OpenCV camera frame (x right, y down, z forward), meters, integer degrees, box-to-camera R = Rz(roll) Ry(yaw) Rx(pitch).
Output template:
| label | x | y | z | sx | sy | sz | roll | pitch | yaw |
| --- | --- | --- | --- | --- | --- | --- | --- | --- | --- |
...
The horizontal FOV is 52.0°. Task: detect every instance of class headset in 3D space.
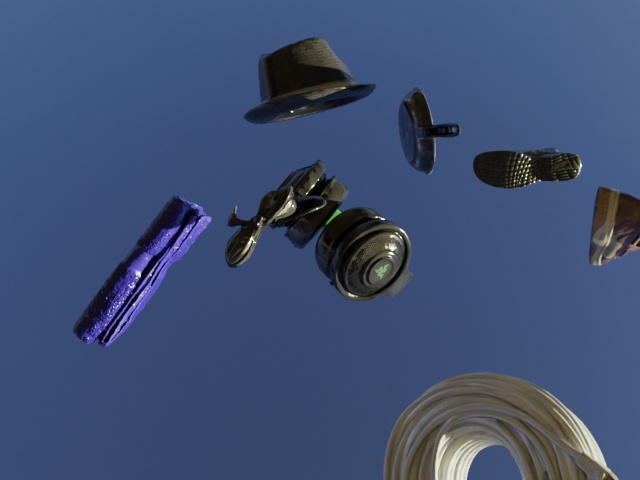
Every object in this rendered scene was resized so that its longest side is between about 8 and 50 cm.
| label | x | y | z | sx | sy | sz | roll | pitch | yaw |
| --- | --- | --- | --- | --- | --- | --- | --- | --- | --- |
| headset | 0.000 | 0.000 | 0.988 | 0.243 | 0.394 | 0.185 | 42 | -86 | 22 |

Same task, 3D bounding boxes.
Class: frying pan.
| label | x | y | z | sx | sy | sz | roll | pitch | yaw |
| --- | --- | --- | --- | --- | --- | --- | --- | --- | --- |
| frying pan | 0.227 | -0.211 | 1.420 | 0.053 | 0.197 | 0.326 | -10 | -148 | -4 |

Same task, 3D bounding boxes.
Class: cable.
| label | x | y | z | sx | sy | sz | roll | pitch | yaw |
| --- | --- | --- | --- | --- | --- | --- | --- | --- | --- |
| cable | 0.196 | 0.281 | 0.751 | 0.257 | 0.089 | 0.257 | -51 | -132 | 18 |

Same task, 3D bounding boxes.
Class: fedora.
| label | x | y | z | sx | sy | sz | roll | pitch | yaw |
| --- | --- | --- | --- | --- | --- | --- | --- | --- | --- |
| fedora | -0.035 | -0.373 | 1.503 | 0.334 | 0.334 | 0.152 | -16 | -83 | -10 |

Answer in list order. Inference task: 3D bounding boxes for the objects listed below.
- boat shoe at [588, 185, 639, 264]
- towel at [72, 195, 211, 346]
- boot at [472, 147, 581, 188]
| label | x | y | z | sx | sy | sz | roll | pitch | yaw |
| --- | --- | --- | --- | --- | --- | --- | --- | --- | --- |
| boat shoe | 0.582 | -0.019 | 1.245 | 0.123 | 0.342 | 0.123 | 7 | -102 | 23 |
| towel | -0.319 | 0.059 | 1.234 | 0.076 | 0.227 | 0.308 | 38 | -91 | 0 |
| boot | 0.453 | -0.173 | 1.503 | 0.247 | 0.083 | 0.161 | -1 | -165 | -4 |
